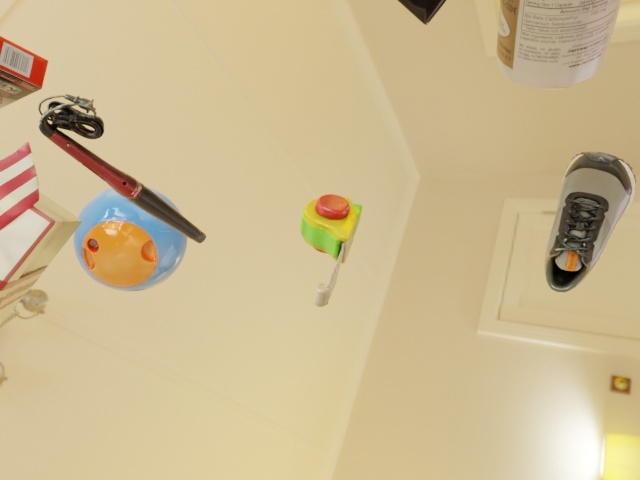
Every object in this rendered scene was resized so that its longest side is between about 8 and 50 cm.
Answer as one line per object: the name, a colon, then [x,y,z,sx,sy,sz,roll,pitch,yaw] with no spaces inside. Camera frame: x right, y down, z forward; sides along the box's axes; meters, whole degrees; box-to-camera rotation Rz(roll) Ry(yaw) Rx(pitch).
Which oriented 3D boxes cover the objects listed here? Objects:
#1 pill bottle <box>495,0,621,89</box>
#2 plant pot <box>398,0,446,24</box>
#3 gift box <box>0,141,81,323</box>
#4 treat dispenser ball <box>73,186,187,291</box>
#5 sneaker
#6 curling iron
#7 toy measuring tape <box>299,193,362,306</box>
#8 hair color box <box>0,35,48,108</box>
pill bottle: [0.271,-0.299,0.558,0.229,0.131,0.131,72,-144,-51]
plant pot: [0.092,-0.377,0.503,0.187,0.167,0.188,24,-135,-34]
gift box: [-0.450,-0.021,0.570,0.255,0.258,0.276,32,-96,-16]
treat dispenser ball: [-0.507,-0.006,1.347,0.288,0.288,0.288,-12,-76,-58]
sneaker: [0.415,-0.020,0.786,0.108,0.100,0.271,-52,-33,-33]
curling iron: [-0.244,-0.078,0.654,0.274,0.068,0.035,51,-169,-38]
toy measuring tape: [0.000,0.000,0.961,0.330,0.122,0.121,-65,-34,-54]
hair color box: [-0.417,-0.208,0.632,0.072,0.141,0.043,22,-111,-51]
